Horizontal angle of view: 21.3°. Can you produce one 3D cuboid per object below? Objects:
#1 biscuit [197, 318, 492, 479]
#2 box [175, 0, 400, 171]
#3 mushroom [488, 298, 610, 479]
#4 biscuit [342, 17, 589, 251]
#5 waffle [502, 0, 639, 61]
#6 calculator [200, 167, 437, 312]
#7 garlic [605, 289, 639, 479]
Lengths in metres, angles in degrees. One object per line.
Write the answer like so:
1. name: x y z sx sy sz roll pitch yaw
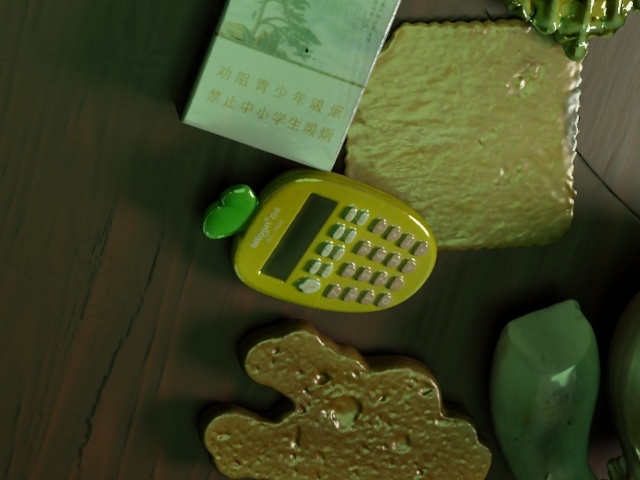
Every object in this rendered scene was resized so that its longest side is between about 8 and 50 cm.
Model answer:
1. biscuit: 0.032 0.188 1.691 0.295 0.044 0.186 26 106 -20
2. box: -0.019 -0.194 1.513 0.149 0.067 0.233 18 106 -18
3. mushroom: 0.234 0.191 1.717 0.118 0.103 0.270 -14 124 -2
4. biscuit: 0.136 -0.097 1.620 0.236 0.013 0.232 -3 111 -13
5. waffle: 0.242 -0.290 1.547 0.214 0.054 0.208 -46 115 1
6. calculator: 0.000 0.000 1.596 0.234 0.032 0.146 20 122 -24
7. garlic: 0.394 0.138 1.688 0.325 0.132 0.279 -53 130 -10
